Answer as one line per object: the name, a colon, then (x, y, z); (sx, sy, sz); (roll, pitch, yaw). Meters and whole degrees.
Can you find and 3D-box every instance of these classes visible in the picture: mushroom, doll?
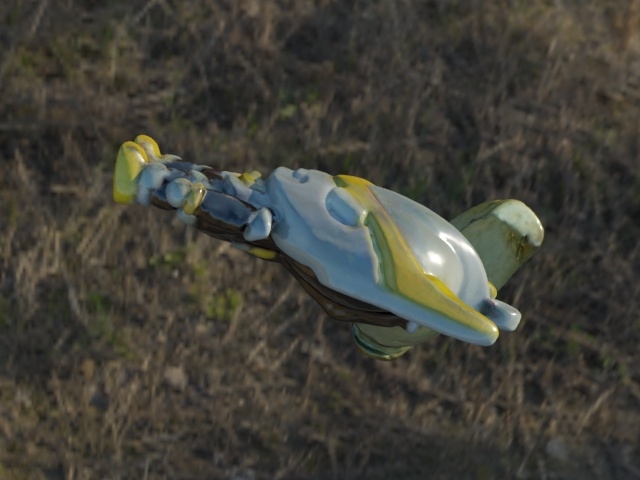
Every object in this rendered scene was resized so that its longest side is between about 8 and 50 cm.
mushroom: (0.103, 0.040, 1.495); (0.087, 0.333, 0.107); (36, 70, -6)
doll: (0.001, -0.001, 1.219); (0.316, 0.145, 0.103); (19, 76, 2)
